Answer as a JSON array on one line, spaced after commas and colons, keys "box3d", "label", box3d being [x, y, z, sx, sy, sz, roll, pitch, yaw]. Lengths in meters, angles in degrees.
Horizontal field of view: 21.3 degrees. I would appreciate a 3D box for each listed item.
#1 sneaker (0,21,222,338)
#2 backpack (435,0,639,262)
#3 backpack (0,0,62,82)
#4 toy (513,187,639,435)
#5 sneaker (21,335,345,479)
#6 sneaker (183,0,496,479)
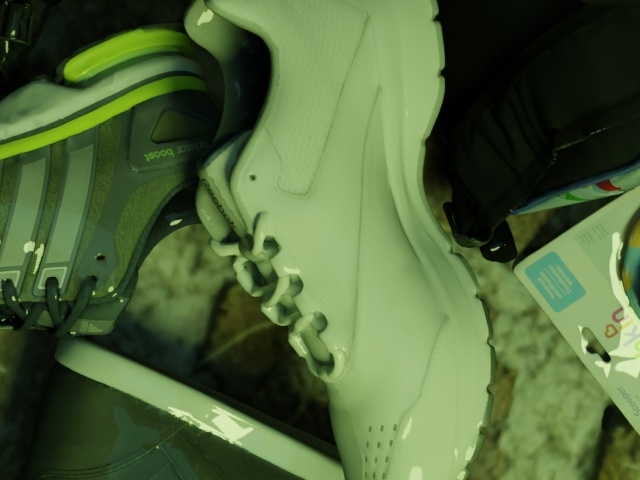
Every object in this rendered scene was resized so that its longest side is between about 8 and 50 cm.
[{"box3d": [-0.159, 0.006, 0.845, 0.300, 0.111, 0.121, -34, 79, -18], "label": "sneaker"}, {"box3d": [0.150, -0.142, 0.871, 0.213, 0.263, 0.276, -22, 96, -13], "label": "backpack"}, {"box3d": [-0.184, -0.150, 0.824, 0.144, 0.188, 0.166, 29, 82, -8], "label": "backpack"}, {"box3d": [0.243, 0.010, 0.956, 0.237, 0.056, 0.137, -35, 100, 16], "label": "toy"}, {"box3d": [-0.035, 0.174, 0.918, 0.296, 0.104, 0.147, 26, 87, -8], "label": "sneaker"}, {"box3d": [0.000, 0.000, 0.848, 0.129, 0.111, 0.297, -8, 85, -33], "label": "sneaker"}]
